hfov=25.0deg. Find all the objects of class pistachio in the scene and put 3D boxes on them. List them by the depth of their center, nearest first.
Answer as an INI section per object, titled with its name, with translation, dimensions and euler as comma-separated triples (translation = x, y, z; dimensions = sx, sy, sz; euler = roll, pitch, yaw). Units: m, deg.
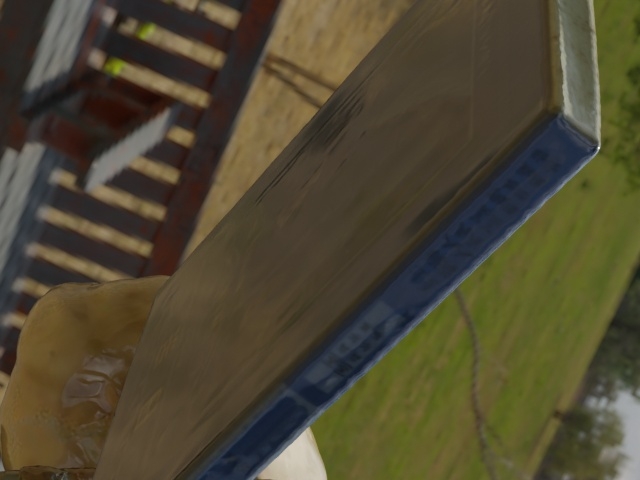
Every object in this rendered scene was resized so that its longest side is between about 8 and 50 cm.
[pistachio]
translation = -0.124, 0.153, 1.159
dimensions = 0.229, 0.238, 0.321
euler = -40, 134, 3

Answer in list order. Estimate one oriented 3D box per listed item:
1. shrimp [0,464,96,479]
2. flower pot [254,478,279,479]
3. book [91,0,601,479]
[shrimp]
translation = -0.121, 0.160, 0.865
dimensions = 0.091, 0.184, 0.043
euler = -27, -129, 56
[flower pot]
translation = -0.069, 0.238, 1.002
dimensions = 0.107, 0.157, 0.157
euler = 0, -124, 56
[book]
translation = 0.000, 0.000, 0.522
dimensions = 0.269, 0.025, 0.191
euler = -46, -162, 31
